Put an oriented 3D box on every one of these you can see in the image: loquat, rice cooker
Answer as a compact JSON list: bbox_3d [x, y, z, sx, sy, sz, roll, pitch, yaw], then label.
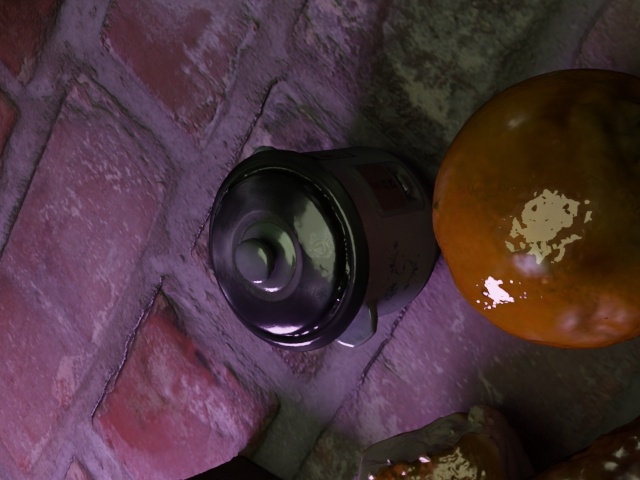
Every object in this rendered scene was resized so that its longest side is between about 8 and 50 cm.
[{"bbox_3d":[0.289,-0.037,1.256,0.328,0.328,0.328,7,102,38],"label":"loquat"},{"bbox_3d":[0.000,0.000,1.505,0.264,0.317,0.316,-39,73,37],"label":"rice cooker"}]

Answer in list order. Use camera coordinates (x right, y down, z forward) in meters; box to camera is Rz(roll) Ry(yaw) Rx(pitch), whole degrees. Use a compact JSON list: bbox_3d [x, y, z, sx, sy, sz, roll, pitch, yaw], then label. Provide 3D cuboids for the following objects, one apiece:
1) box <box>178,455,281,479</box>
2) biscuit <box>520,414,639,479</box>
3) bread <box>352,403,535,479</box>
[{"bbox_3d":[-0.099,0.488,1.766,0.273,0.143,0.184,23,110,34],"label":"box"},{"bbox_3d":[0.418,0.347,1.226,0.395,0.166,0.342,-28,79,11],"label":"biscuit"},{"bbox_3d":[0.165,0.364,1.475,0.279,0.225,0.250,-24,87,28],"label":"bread"}]
